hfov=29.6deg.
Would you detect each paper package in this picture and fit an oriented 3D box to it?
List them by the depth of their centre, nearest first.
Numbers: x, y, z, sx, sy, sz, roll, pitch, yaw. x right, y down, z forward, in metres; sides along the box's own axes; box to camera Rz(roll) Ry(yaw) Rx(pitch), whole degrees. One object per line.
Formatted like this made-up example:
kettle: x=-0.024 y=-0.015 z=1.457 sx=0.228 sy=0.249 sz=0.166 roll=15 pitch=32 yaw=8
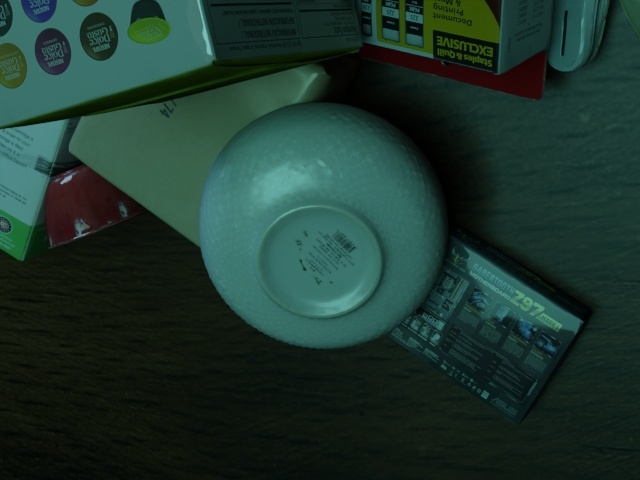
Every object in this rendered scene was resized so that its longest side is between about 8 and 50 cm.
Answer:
paper package: x=-0.149 y=-0.191 z=1.711 sx=0.309 sy=0.168 sz=0.325 roll=36 pitch=114 yaw=13

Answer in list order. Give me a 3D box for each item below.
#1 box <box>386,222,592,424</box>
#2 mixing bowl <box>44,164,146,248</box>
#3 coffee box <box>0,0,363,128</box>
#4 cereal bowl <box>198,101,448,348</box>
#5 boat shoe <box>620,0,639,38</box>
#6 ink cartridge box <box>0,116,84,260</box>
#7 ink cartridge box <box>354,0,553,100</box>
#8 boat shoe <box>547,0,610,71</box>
box: x=0.228 y=0.113 z=1.670 sx=0.233 sy=0.059 sz=0.183 roll=33 pitch=114 yaw=15
mixing bowl: x=-0.342 y=-0.067 z=1.817 sx=0.181 sy=0.181 sz=0.098 roll=-17 pitch=98 yaw=27
coffee box: x=-0.200 y=-0.334 z=1.413 sx=0.338 sy=0.338 sz=0.334 roll=-10 pitch=95 yaw=31
cereal bowl: x=0.000 y=0.000 z=1.574 sx=0.339 sy=0.141 sz=0.339 roll=2 pitch=114 yaw=4
boat shoe: x=0.457 y=-0.248 z=1.480 sx=0.079 sy=0.084 sz=0.233 roll=-39 pitch=75 yaw=-11
ink cartridge box: x=-0.475 y=-0.149 z=1.896 sx=0.211 sy=0.121 sz=0.289 roll=30 pitch=113 yaw=15
ink cartridge box: x=0.129 y=-0.315 z=1.511 sx=0.309 sy=0.130 sz=0.272 roll=20 pitch=123 yaw=36
boat shoe: x=0.324 y=-0.327 z=1.511 sx=0.083 sy=0.076 sz=0.226 roll=22 pitch=116 yaw=32
